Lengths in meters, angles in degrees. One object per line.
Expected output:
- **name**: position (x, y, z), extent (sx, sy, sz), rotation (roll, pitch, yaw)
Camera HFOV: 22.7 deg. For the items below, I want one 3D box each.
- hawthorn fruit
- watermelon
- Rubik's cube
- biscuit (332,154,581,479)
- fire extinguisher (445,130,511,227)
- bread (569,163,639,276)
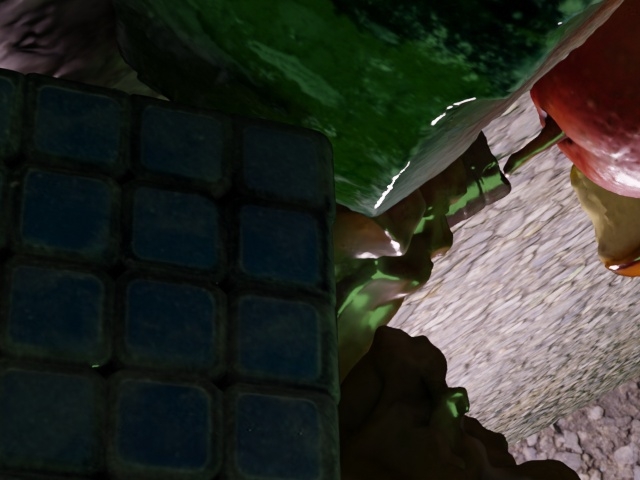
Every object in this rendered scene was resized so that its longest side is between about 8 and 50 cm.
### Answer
- **hawthorn fruit**: position (0.214, -0.099, 1.009), extent (0.225, 0.196, 0.196), rotation (-26, 164, 2)
- **watermelon**: position (0.074, -0.129, 0.701), extent (0.302, 0.151, 0.264), rotation (-22, 164, -29)
- **Rubik's cube**: position (-0.135, 0.086, 0.677), extent (0.237, 0.237, 0.238), rotation (10, 145, -16)
- **biscuit**: position (-0.001, 0.082, 0.890), extent (0.268, 0.366, 0.115), rotation (-37, 125, 27)
- **fire extinguisher**: position (0.000, 0.000, 1.095), extent (0.267, 0.072, 0.089), rotation (-30, 158, -5)
- **bread**: position (0.413, -0.110, 1.405), extent (0.323, 0.143, 0.333), rotation (-42, 162, 32)
